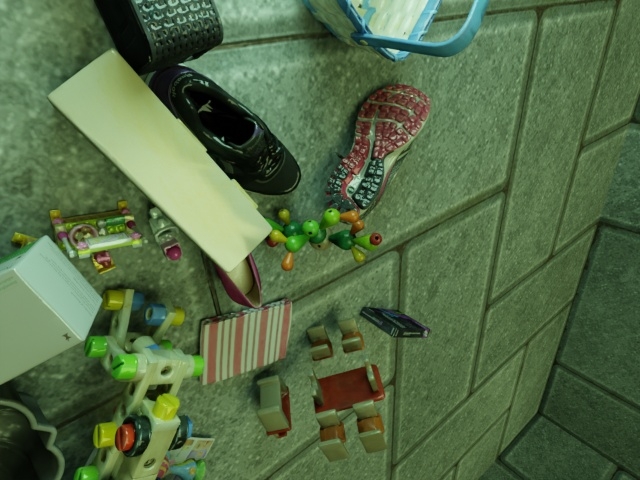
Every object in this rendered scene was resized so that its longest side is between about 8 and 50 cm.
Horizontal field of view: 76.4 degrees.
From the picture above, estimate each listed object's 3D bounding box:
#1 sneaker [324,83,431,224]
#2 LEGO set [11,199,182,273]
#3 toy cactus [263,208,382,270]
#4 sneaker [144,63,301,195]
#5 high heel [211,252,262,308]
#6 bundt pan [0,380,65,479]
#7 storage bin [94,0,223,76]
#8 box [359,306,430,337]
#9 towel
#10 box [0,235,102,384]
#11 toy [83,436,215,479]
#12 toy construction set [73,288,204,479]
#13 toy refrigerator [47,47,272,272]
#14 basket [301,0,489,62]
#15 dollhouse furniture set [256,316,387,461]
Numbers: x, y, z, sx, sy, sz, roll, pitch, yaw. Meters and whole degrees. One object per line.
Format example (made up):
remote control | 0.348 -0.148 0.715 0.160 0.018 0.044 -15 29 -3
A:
sneaker | 0.105 -0.169 0.789 0.299 0.121 0.112 -56 165 -5
LEGO set | -0.315 0.043 0.512 0.287 0.107 0.132 -36 131 -23
toy cactus | 0.000 0.000 0.744 0.180 0.219 0.112 38 50 -81
sneaker | -0.112 -0.132 0.589 0.283 0.124 0.107 32 89 -46
high heel | -0.148 -0.003 0.630 0.082 0.117 0.244 -25 126 -30
bundt pan | -0.494 0.277 0.463 0.331 0.124 0.331 -21 124 -34
storage bin | -0.189 -0.279 0.423 0.084 0.122 0.180 -32 115 -26
box | 0.193 0.212 1.049 0.162 0.116 0.029 12 101 -45
towel | -0.146 0.197 0.804 0.197 0.029 0.144 -8 117 -36
box | -0.310 0.070 0.423 0.101 0.087 0.102 -27 118 -3
toy | -0.314 0.432 0.754 0.237 0.056 0.137 33 87 -46
toy construction set | -0.273 0.251 0.582 0.151 0.215 0.327 -2 113 -44
toy refrigerator | -0.186 -0.089 0.511 0.094 0.102 0.269 -46 117 -14
basket | 0.117 -0.375 0.548 0.201 0.289 0.254 21 93 -51
dollhouse furniture set | 0.005 0.332 0.869 0.259 0.262 0.135 -16 131 5
